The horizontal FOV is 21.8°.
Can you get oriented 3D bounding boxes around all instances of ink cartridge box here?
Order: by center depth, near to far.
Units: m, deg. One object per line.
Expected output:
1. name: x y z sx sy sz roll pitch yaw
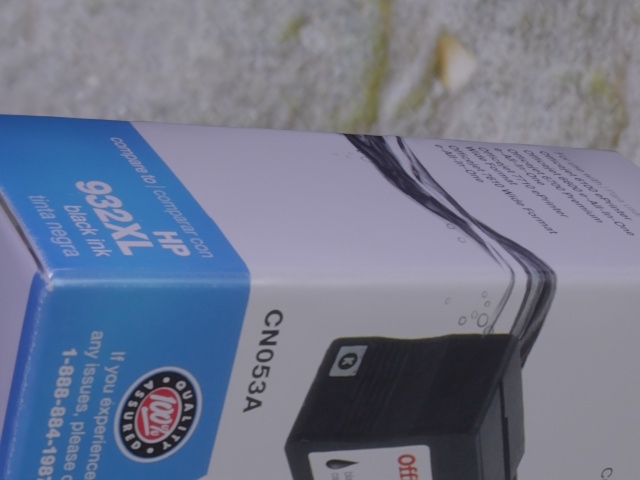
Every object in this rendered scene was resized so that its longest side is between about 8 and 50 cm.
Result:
1. ink cartridge box: 0.000 0.081 0.652 0.307 0.129 0.223 1 116 -30
